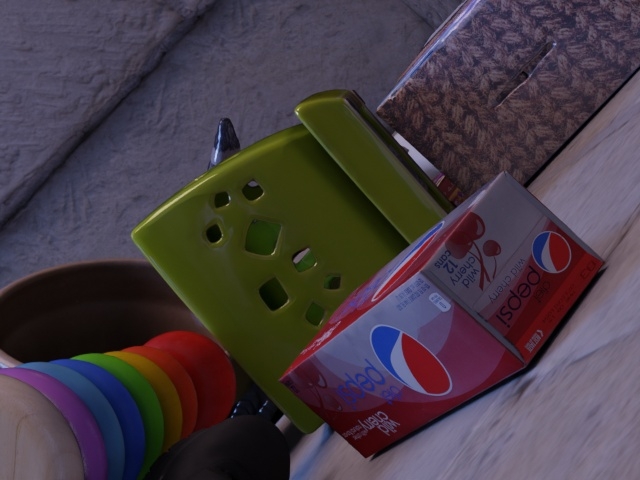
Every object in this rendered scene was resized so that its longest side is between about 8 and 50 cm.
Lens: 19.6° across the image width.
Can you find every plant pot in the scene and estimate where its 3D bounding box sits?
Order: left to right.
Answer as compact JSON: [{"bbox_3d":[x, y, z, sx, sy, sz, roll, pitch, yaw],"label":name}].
[{"bbox_3d":[-0.188,0.169,1.733,0.263,0.263,0.229,-54,-30,-60],"label":"plant pot"},{"bbox_3d":[0.000,0.000,1.583,0.207,0.227,0.228,-42,3,7],"label":"plant pot"}]

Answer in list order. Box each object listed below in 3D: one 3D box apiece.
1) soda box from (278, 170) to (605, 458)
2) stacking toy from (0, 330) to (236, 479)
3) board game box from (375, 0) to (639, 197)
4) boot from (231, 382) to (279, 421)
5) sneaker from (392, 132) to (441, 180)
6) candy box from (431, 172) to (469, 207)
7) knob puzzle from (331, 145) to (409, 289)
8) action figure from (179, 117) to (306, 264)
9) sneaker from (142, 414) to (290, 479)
[{"bbox_3d":[0.067,0.054,1.151,0.092,0.083,0.263,-49,2,-26],"label":"soda box"},{"bbox_3d":[-0.160,0.139,1.369,0.141,0.141,0.330,-48,-13,22],"label":"stacking toy"},{"bbox_3d":[0.198,-0.186,1.708,0.232,0.141,0.291,-47,4,21],"label":"board game box"},{"bbox_3d":[-0.037,0.122,1.957,0.198,0.077,0.137,-47,-2,7],"label":"boot"},{"bbox_3d":[0.150,-0.099,1.998,0.152,0.114,0.305,-19,10,22],"label":"sneaker"},{"bbox_3d":[0.090,0.001,1.788,0.109,0.053,0.187,-52,3,-21],"label":"candy box"},{"bbox_3d":[0.026,0.014,1.786,0.213,0.030,0.213,-59,9,15],"label":"knob puzzle"},{"bbox_3d":[-0.071,0.017,2.020,0.341,0.178,0.330,-31,-20,-37],"label":"action figure"},{"bbox_3d":[-0.078,0.215,1.240,0.130,0.109,0.286,-30,18,40],"label":"sneaker"}]
